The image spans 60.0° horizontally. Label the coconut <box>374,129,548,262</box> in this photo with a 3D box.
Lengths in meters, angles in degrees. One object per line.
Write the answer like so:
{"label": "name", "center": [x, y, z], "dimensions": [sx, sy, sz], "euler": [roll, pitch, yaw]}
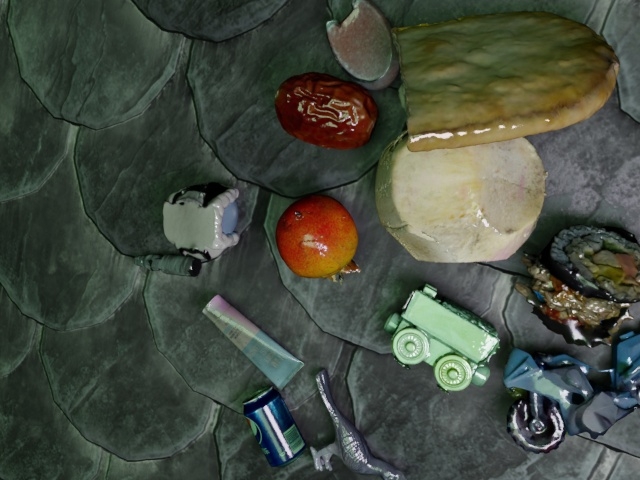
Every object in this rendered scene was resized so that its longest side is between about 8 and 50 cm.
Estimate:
{"label": "coconut", "center": [0.288, -0.106, 1.194], "dimensions": [0.352, 0.352, 0.353], "euler": [3, 99, 19]}

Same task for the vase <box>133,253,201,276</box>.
{"label": "vase", "center": [-0.449, 0.068, 1.607], "dimensions": [0.211, 0.060, 0.060], "euler": [5, 100, 20]}

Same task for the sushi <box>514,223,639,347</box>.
{"label": "sushi", "center": [0.562, 0.098, 1.182], "dimensions": [0.238, 0.225, 0.219], "euler": [52, 147, 44]}

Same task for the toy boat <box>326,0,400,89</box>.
{"label": "toy boat", "center": [0.112, -0.462, 1.326], "dimensions": [0.155, 0.085, 0.227], "euler": [-34, 75, 24]}

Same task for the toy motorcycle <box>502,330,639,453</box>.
{"label": "toy motorcycle", "center": [0.584, 0.299, 1.223], "dimensions": [0.416, 0.172, 0.232], "euler": [-27, 75, 12]}

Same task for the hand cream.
{"label": "hand cream", "center": [-0.196, 0.282, 1.548], "dimensions": [0.312, 0.070, 0.111], "euler": [40, 105, 6]}

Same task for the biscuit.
{"label": "biscuit", "center": [0.348, -0.339, 1.109], "dimensions": [0.445, 0.429, 0.104], "euler": [-10, 133, 2]}

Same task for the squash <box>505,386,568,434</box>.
{"label": "squash", "center": [0.520, 0.397, 1.318], "dimensions": [0.183, 0.052, 0.052], "euler": [35, 108, 10]}

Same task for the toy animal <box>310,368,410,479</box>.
{"label": "toy animal", "center": [0.060, 0.548, 1.492], "dimensions": [0.206, 0.081, 0.367], "euler": [-47, 74, 24]}

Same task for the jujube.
{"label": "jujube", "center": [0.013, -0.308, 1.326], "dimensions": [0.250, 0.174, 0.174], "euler": [22, 105, 9]}

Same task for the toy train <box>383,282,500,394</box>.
{"label": "toy train", "center": [0.290, 0.234, 1.324], "dimensions": [0.271, 0.159, 0.188], "euler": [30, 97, 13]}

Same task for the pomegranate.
{"label": "pomegranate", "center": [0.000, 0.000, 1.363], "dimensions": [0.210, 0.210, 0.235], "euler": [-40, 109, 20]}

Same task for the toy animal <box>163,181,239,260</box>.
{"label": "toy animal", "center": [-0.301, -0.055, 1.487], "dimensions": [0.208, 0.156, 0.204], "euler": [6, 104, 35]}

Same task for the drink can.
{"label": "drink can", "center": [-0.129, 0.513, 1.532], "dimensions": [0.118, 0.118, 0.205], "euler": [-28, 87, 21]}
